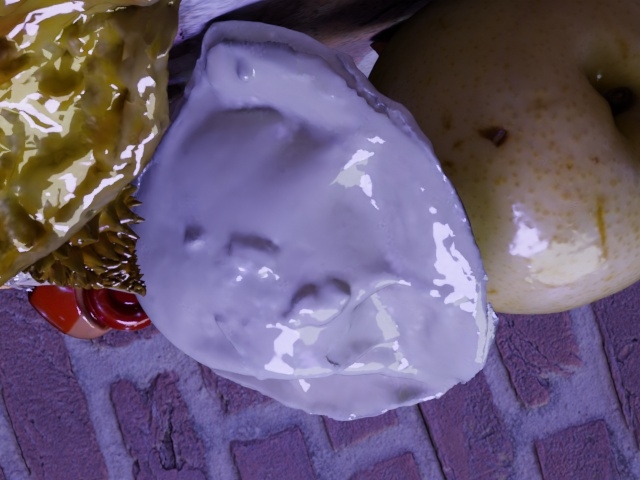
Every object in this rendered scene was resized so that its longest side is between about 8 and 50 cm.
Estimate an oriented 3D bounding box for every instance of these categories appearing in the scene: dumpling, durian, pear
[{"bbox_3d":[0.000,0.000,1.053,0.316,0.395,0.233,24,-133,14],"label":"dumpling"},{"bbox_3d":[-0.245,-0.035,0.886,0.250,0.138,0.183,-5,-146,-15],"label":"durian"},{"bbox_3d":[0.177,-0.081,1.155,0.309,0.309,0.309,-17,-179,0],"label":"pear"}]

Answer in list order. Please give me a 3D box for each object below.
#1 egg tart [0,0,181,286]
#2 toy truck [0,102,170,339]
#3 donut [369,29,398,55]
[{"bbox_3d":[-0.140,-0.046,0.396,0.241,0.106,0.241,-40,163,-15],"label":"egg tart"},{"bbox_3d":[-0.230,-0.037,1.260,0.265,0.239,0.189,-59,-170,-9],"label":"toy truck"},{"bbox_3d":[0.140,-0.189,1.381,0.141,0.085,0.217,-16,-177,42],"label":"donut"}]
